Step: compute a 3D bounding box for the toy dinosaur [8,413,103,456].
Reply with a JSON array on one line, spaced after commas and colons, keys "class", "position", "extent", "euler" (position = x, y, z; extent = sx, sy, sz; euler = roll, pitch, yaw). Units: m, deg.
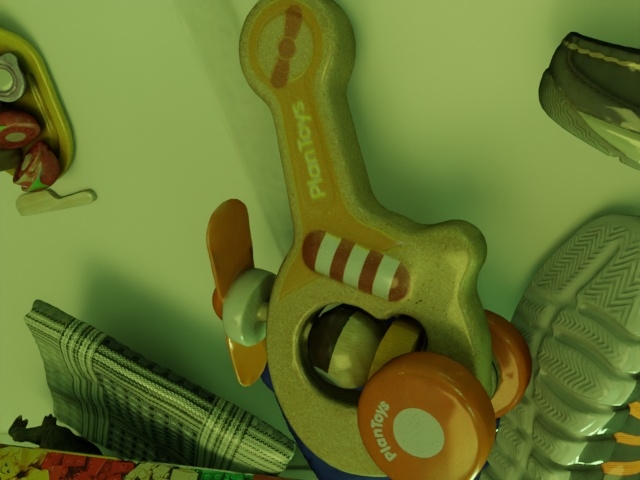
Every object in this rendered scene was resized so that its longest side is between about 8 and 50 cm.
[{"class": "toy dinosaur", "position": [-0.345, 0.294, 0.795], "extent": [0.160, 0.121, 0.313], "euler": [11, 148, 18]}]

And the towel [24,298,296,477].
[{"class": "towel", "position": [-0.201, 0.227, 0.707], "extent": [0.312, 0.056, 0.324], "euler": [28, 143, 3]}]

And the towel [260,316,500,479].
[{"class": "towel", "position": [0.097, 0.204, 0.604], "extent": [0.228, 0.076, 0.308], "euler": [-17, 114, 23]}]

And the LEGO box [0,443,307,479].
[{"class": "LEGO box", "position": [-0.211, 0.444, 0.701], "extent": [0.373, 0.193, 0.500], "euler": [7, 137, 1]}]

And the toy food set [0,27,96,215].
[{"class": "toy food set", "position": [-0.309, -0.103, 0.565], "extent": [0.128, 0.071, 0.217], "euler": [0, 122, 23]}]

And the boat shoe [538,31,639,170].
[{"class": "boat shoe", "position": [0.298, -0.083, 0.300], "extent": [0.356, 0.132, 0.130], "euler": [10, 116, 7]}]

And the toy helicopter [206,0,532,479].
[{"class": "toy helicopter", "position": [0.000, 0.000, 0.446], "extent": [0.235, 0.140, 0.354], "euler": [-11, 94, 32]}]

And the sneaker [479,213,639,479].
[{"class": "sneaker", "position": [0.243, 0.139, 0.475], "extent": [0.180, 0.124, 0.321], "euler": [7, 108, -15]}]
